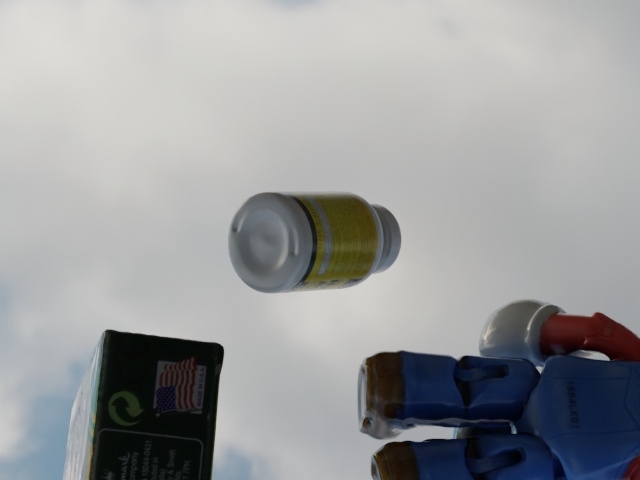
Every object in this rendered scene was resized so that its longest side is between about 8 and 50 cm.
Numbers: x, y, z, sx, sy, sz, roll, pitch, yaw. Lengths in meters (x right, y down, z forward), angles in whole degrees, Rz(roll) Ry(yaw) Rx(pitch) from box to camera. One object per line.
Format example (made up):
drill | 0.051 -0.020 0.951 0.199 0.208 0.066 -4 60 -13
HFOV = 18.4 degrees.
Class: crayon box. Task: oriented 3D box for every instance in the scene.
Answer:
crayon box | -0.135 0.193 1.345 0.081 0.318 0.202 7 -107 -9

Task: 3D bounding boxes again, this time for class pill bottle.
pill bottle | 0.000 0.000 1.274 0.065 0.065 0.116 36 -157 31

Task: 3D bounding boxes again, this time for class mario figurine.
mario figurine | 0.186 0.138 1.251 0.320 0.198 0.170 -2 -177 -4

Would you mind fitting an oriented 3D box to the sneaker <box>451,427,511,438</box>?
sneaker | 0.114 0.217 1.363 0.085 0.237 0.086 -7 163 33
